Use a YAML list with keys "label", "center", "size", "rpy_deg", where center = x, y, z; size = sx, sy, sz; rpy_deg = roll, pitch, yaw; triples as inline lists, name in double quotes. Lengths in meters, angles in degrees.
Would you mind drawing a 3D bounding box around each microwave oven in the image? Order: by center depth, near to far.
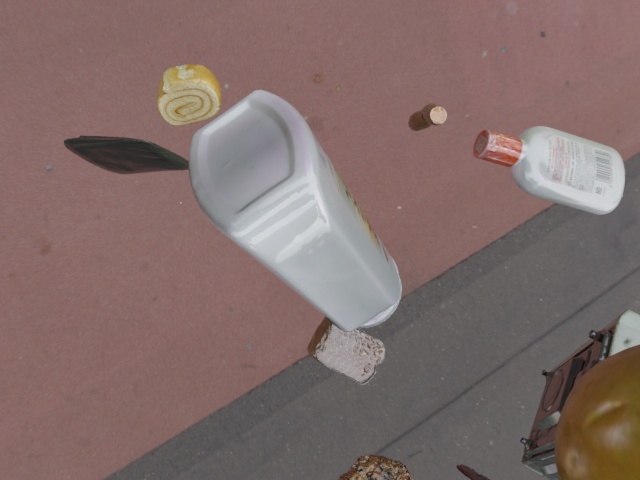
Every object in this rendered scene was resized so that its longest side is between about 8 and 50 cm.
- label: "microwave oven"
  center: [0.652, 0.392, 0.952]
  size: [0.247, 0.394, 0.333]
  rpy_deg: [26, 62, 21]

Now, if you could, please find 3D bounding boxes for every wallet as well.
- label: "wallet"
  center: [-0.441, -0.201, 0.979]
  size: [0.245, 0.168, 0.052]
  rpy_deg: [3, 79, 21]

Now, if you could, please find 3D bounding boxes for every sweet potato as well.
- label: "sweet potato"
  center: [0.305, -0.363, 1.256]
  size: [0.059, 0.281, 0.067]
  rpy_deg: [26, 96, -9]

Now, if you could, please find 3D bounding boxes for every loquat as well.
- label: "loquat"
  center: [0.412, 0.253, 0.450]
  size: [0.276, 0.284, 0.275]
  rpy_deg: [4, 76, -16]

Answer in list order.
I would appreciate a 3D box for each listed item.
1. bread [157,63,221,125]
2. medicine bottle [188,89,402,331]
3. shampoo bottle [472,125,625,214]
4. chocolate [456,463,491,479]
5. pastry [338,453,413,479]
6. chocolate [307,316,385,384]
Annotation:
- label: "bread"
  center: [-0.301, -0.333, 0.955]
  size: [0.149, 0.122, 0.073]
  rpy_deg: [-12, 57, 7]
- label: "medicine bottle"
  center: [0.000, 0.000, 0.482]
  size: [0.124, 0.179, 0.324]
  rpy_deg: [-34, 141, 4]
- label: "shampoo bottle"
  center: [0.328, -0.110, 0.605]
  size: [0.221, 0.051, 0.108]
  rpy_deg: [13, 78, -10]
- label: "chocolate"
  center: [0.149, 0.166, 0.196]
  size: [0.086, 0.182, 0.028]
  rpy_deg: [37, 83, -23]
- label: "pastry"
  center: [0.191, 0.854, 1.410]
  size: [0.275, 0.193, 0.274]
  rpy_deg: [-6, 109, -18]
- label: "chocolate"
  center: [0.078, 0.321, 1.256]
  size: [0.214, 0.093, 0.148]
  rpy_deg: [35, 83, -22]
